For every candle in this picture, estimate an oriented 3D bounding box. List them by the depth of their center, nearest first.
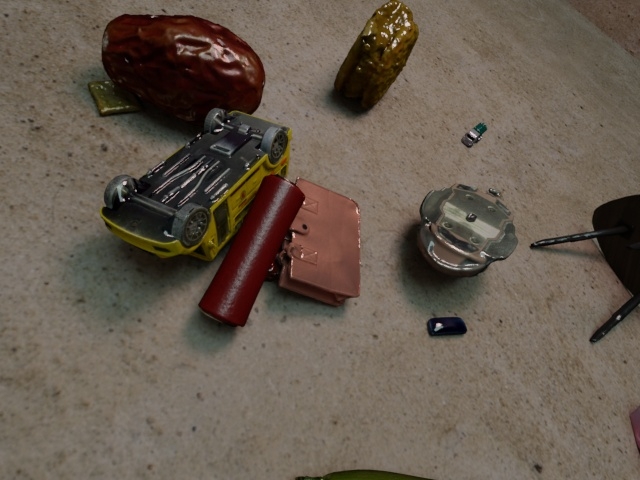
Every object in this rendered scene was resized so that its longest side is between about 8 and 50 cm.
[{"bbox_3d":[-0.096,-0.003,0.728,0.053,0.048,0.162,25,49,-44],"label":"candle"}]

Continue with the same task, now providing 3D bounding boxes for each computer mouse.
[{"bbox_3d":[0.310,-0.028,0.873,0.199,0.115,0.389,37,42,15],"label":"computer mouse"}]

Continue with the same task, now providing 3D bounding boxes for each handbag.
[{"bbox_3d":[0.000,0.000,0.730,0.157,0.059,0.213,23,52,-29],"label":"handbag"}]

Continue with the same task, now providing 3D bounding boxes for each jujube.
[{"bbox_3d":[-0.251,-0.323,0.769,0.289,0.197,0.198,12,56,-12],"label":"jujube"}]

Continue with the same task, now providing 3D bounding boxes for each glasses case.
[{"bbox_3d":[0.245,0.163,0.776,0.083,0.023,0.034,3,61,-22],"label":"glasses case"}]

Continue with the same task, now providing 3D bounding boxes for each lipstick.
[{"bbox_3d":[-0.104,0.014,0.635,0.080,0.080,0.241,27,77,-6],"label":"lipstick"}]

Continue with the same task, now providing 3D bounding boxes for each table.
[{"bbox_3d":[0.675,0.044,0.933,0.248,0.317,0.318,-16,66,-15],"label":"table"}]

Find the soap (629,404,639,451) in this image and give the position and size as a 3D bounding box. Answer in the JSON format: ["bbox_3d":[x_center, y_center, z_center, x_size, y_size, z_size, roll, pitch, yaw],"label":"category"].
[{"bbox_3d":[0.663,0.389,0.765,0.056,0.100,0.149,17,29,-5],"label":"soap"}]

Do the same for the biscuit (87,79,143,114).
[{"bbox_3d":[-0.395,-0.278,0.781,0.081,0.018,0.083,-20,69,-31],"label":"biscuit"}]

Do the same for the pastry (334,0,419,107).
[{"bbox_3d":[0.146,-0.447,0.985,0.132,0.235,0.240,34,62,-6],"label":"pastry"}]

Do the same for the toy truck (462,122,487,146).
[{"bbox_3d":[0.433,-0.298,1.131,0.039,0.044,0.083,44,53,11],"label":"toy truck"}]

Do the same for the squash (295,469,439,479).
[{"bbox_3d":[0.104,0.366,0.555,0.330,0.087,0.087,16,55,-11],"label":"squash"}]

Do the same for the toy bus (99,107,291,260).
[{"bbox_3d":[-0.180,-0.084,0.663,0.144,0.152,0.330,22,49,16],"label":"toy bus"}]
